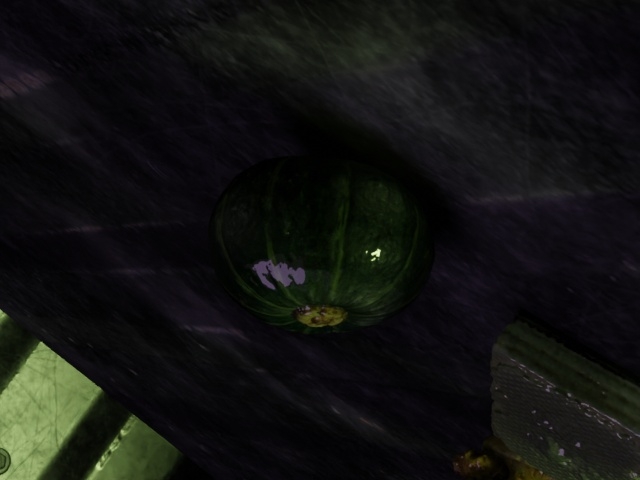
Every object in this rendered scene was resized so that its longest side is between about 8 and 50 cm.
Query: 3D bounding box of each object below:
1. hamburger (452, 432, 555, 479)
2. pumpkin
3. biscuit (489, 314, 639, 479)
[{"bbox_3d":[0.202,0.254,1.708,0.191,0.118,0.182,39,162,2],"label":"hamburger"},{"bbox_3d":[-0.001,0.003,1.353,0.167,0.167,0.125,87,172,-71],"label":"pumpkin"},{"bbox_3d":[0.205,0.151,1.505,0.150,0.052,0.252,31,164,15],"label":"biscuit"}]
